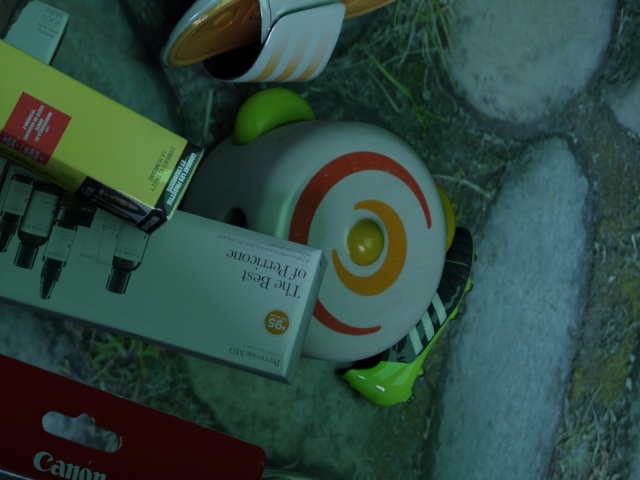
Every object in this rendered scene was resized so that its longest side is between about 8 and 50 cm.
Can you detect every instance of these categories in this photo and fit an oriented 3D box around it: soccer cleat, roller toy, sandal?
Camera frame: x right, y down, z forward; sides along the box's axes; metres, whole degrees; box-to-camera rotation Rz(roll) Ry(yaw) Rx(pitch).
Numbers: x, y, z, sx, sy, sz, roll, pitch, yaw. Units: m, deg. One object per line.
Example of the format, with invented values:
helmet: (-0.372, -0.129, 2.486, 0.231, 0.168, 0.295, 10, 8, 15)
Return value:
soccer cleat: (0.078, 0.058, 1.506, 0.072, 0.060, 0.179, 33, 73, -20)
roller toy: (0.000, 0.000, 1.385, 0.209, 0.146, 0.191, 38, 71, -33)
sandal: (-0.003, -0.175, 1.390, 0.265, 0.102, 0.076, -20, 70, -36)

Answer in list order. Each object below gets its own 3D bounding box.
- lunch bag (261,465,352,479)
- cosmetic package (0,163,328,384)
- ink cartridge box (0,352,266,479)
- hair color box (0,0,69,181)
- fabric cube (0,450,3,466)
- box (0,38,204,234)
lunch bag: (-0.042, 0.323, 1.275, 0.256, 0.212, 0.305, 23, 50, -37)
cosmetic package: (-0.123, 0.025, 1.259, 0.239, 0.060, 0.099, 15, 83, 7)
ink cartridge box: (-0.134, 0.216, 0.994, 0.309, 0.130, 0.272, 25, 74, -40)
hair color box: (-0.252, -0.099, 1.228, 0.093, 0.053, 0.167, 23, 77, -9)
fabric cube: (-0.362, 0.120, 1.051, 0.254, 0.259, 0.258, -15, 101, -37)
box: (-0.198, -0.086, 1.169, 0.232, 0.087, 0.058, 29, 77, -11)
